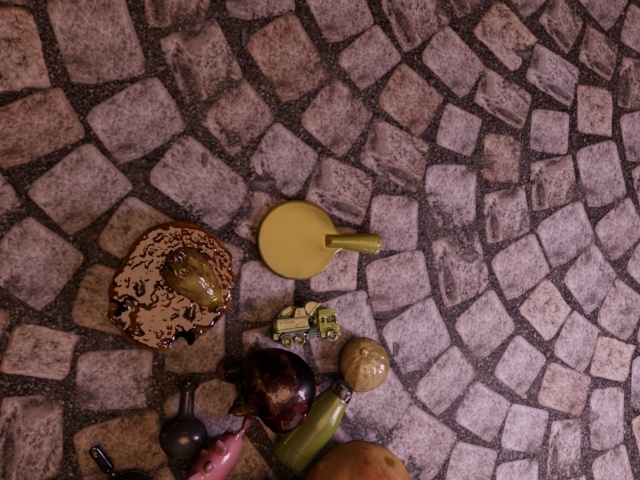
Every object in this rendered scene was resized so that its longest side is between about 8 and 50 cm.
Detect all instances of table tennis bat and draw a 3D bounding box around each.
[{"bbox_3d":[0.000,0.000,1.357,0.368,0.054,0.224,1,89,-14],"label":"table tennis bat"}]

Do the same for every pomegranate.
[{"bbox_3d":[0.105,0.712,1.248,0.337,0.338,0.339,0,91,-18],"label":"pomegranate"}]

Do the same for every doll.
[{"bbox_3d":[-0.261,0.552,1.199,0.093,0.211,0.262,37,65,9],"label":"doll"}]

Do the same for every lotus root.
[{"bbox_3d":[-0.303,0.102,1.160,0.108,0.094,0.191,-41,109,-16],"label":"lotus root"}]

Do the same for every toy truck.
[{"bbox_3d":[-0.045,0.227,1.325,0.191,0.085,0.116,-5,88,-16],"label":"toy truck"}]

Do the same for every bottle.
[{"bbox_3d":[-0.011,0.500,1.309,0.112,0.112,0.260,40,87,-14],"label":"bottle"}]

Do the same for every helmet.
[{"bbox_3d":[-0.248,0.351,1.277,0.084,0.049,0.065,48,41,-39],"label":"helmet"}]

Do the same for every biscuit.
[{"bbox_3d":[-0.374,0.118,1.219,0.289,0.081,0.334,39,75,-14],"label":"biscuit"}]

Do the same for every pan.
[{"bbox_3d":[-0.510,0.609,1.205,0.136,0.028,0.235,-31,103,-16],"label":"pan"}]

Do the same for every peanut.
[{"bbox_3d":[0.125,0.354,1.367,0.140,0.109,0.159,-19,98,-17],"label":"peanut"}]

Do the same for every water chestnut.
[{"bbox_3d":[-0.125,0.389,1.233,0.238,0.223,0.224,-30,100,-17],"label":"water chestnut"}]

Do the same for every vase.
[{"bbox_3d":[-0.346,0.455,1.221,0.120,0.120,0.183,8,74,-18],"label":"vase"}]
